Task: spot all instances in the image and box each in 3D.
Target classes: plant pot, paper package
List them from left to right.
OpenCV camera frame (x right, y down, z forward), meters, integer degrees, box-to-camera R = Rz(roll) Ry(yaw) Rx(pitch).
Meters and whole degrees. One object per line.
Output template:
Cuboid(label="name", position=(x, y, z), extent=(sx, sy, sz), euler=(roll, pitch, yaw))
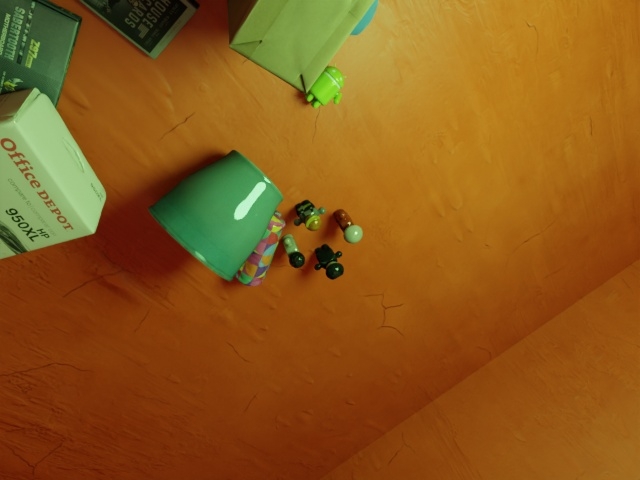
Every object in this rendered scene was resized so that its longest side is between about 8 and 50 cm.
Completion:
Cuboid(label="plant pot", position=(-0.244, -0.082, 1.077), extent=(0.255, 0.271, 0.272), euler=(-48, 127, -6))
Cuboid(label="paper package", position=(-0.035, -0.498, 0.784), extent=(0.168, 0.325, 0.309), euler=(23, 127, -32))

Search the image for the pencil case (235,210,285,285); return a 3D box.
Cuboid(label="pencil case", position=(-0.183, 0.021, 1.257), extent=(0.104, 0.104, 0.237), euler=(11, 115, -27))

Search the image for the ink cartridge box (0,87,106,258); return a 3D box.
Cuboid(label="ink cartridge box", position=(-0.716, -0.112, 0.877), extent=(0.394, 0.166, 0.286), euler=(-16, 132, -3))

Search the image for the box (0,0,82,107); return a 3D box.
Cuboid(label="box", position=(-0.612, -0.382, 0.844), extent=(0.183, 0.059, 0.233), euler=(19, 114, -31))

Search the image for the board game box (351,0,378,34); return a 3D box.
Cuboid(label="board game box", position=(0.055, -0.563, 0.998), extent=(0.168, 0.033, 0.133), euler=(-9, 141, -22))

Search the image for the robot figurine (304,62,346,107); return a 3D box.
Cuboid(label="robot figurine", position=(0.012, -0.394, 1.074), extent=(0.115, 0.067, 0.101), euler=(-44, 114, 10))

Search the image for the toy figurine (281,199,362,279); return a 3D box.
Cuboid(label="toy figurine", position=(0.000, 0.000, 1.278), extent=(0.209, 0.148, 0.213), euler=(16, 115, -29))

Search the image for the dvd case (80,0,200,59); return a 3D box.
Cuboid(label="dvd case", position=(-0.385, -0.492, 0.823), extent=(0.179, 0.030, 0.238), euler=(-22, 136, 38))
